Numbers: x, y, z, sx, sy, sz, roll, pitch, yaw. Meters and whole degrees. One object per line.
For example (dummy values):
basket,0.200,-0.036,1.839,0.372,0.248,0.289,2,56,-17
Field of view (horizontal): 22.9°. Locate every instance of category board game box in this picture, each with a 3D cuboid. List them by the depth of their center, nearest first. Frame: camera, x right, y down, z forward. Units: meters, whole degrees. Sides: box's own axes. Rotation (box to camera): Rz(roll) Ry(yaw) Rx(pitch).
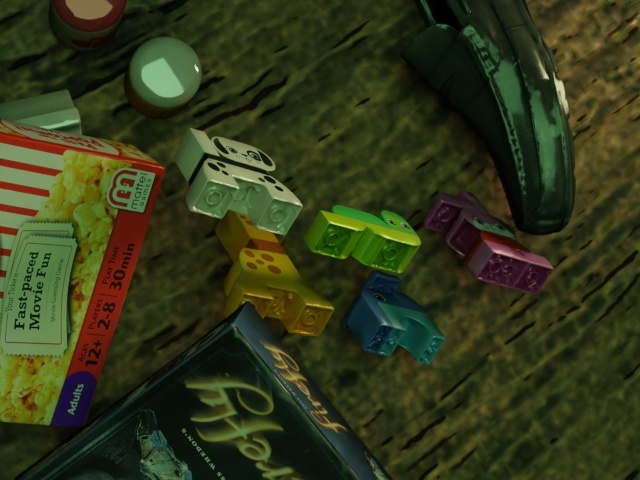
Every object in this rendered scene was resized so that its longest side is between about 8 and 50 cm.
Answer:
board game box,-0.186,0.010,0.761,0.193,0.045,0.147,10,104,-37
board game box,-0.025,0.175,0.795,0.165,0.042,0.243,-37,96,16

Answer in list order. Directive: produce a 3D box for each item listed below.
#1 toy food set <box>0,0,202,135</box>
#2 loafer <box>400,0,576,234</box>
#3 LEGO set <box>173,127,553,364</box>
toy food set,-0.175,-0.088,0.808,0.232,0.104,0.111,-13,86,-13
loafer,0.084,-0.106,0.883,0.078,0.076,0.223,-15,82,-8
LEGO set,0.000,0.000,0.844,0.227,0.093,0.087,15,117,-36
